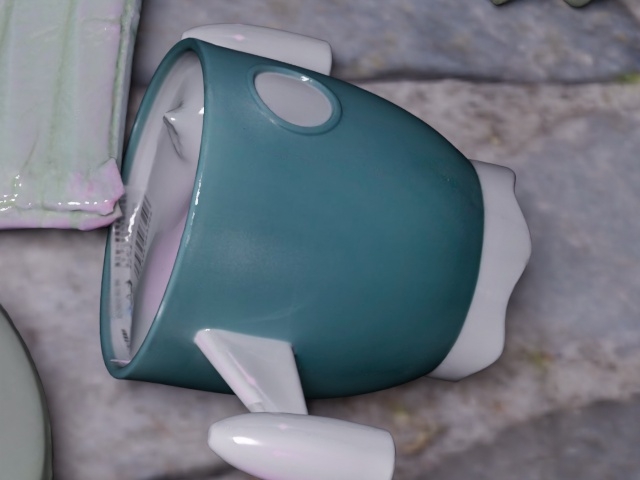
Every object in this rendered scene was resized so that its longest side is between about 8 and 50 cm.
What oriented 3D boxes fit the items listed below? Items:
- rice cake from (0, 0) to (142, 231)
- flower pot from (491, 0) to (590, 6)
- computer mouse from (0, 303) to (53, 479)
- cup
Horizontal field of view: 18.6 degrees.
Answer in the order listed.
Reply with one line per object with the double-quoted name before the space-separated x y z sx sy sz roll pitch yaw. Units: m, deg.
"rice cake" -0.174 -0.094 0.958 0.189 0.037 0.198 0 68 -3
"flower pot" 0.241 -0.199 1.061 0.367 0.164 0.254 31 71 -3
"computer mouse" -0.279 0.112 0.840 0.331 0.095 0.197 -17 74 -12
"cup" 0.000 0.000 0.922 0.173 0.167 0.299 11 42 -17
